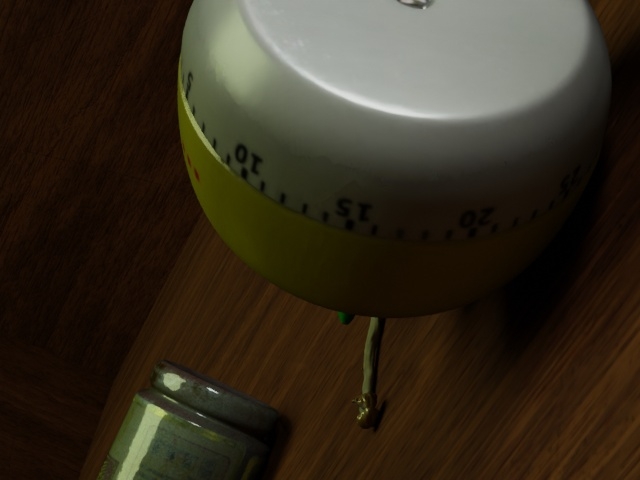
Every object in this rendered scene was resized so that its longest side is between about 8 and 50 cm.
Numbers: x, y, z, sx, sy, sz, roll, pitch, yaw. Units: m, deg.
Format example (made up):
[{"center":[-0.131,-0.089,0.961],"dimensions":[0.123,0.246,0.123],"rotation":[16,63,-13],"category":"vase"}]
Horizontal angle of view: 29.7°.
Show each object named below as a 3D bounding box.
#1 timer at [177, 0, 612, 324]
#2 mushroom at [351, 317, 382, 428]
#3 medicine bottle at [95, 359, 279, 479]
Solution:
[{"center":[0.037,-0.053,0.778],"dimensions":[0.285,0.285,0.285],"rotation":[-61,11,20],"category":"timer"},{"center":[0.048,0.068,1.050],"dimensions":[0.028,0.026,0.286],"rotation":[-41,18,26],"category":"mushroom"},{"center":[-0.168,0.293,1.221],"dimensions":[0.322,0.151,0.151],"rotation":[-66,10,-6],"category":"medicine bottle"}]
